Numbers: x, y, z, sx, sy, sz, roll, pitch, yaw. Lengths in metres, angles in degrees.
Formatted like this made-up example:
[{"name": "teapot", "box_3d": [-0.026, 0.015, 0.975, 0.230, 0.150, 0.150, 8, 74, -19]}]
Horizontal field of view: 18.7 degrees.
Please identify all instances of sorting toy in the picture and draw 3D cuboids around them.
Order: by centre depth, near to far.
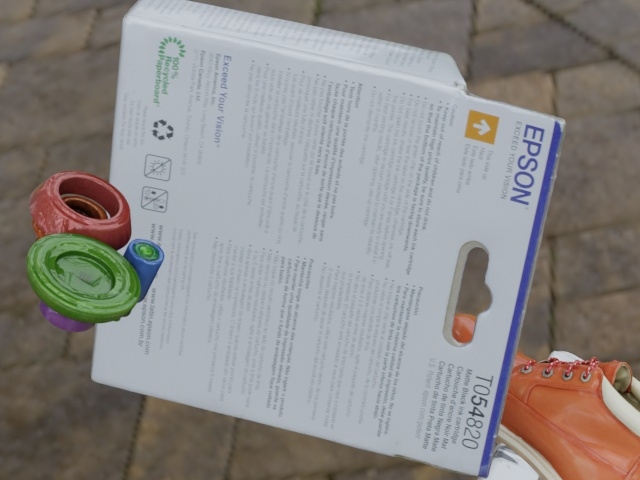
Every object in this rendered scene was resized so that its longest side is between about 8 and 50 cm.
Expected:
[{"name": "sorting toy", "box_3d": [-0.105, 0.014, 0.860, 0.061, 0.042, 0.102, 18, 34, -16]}]

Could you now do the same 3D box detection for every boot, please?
[{"name": "boot", "box_3d": [0.127, 0.081, 1.047, 0.158, 0.084, 0.059, 43, 32, 21]}]

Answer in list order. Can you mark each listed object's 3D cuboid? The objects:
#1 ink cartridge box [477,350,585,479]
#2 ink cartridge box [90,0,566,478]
[{"name": "ink cartridge box", "box_3d": [0.236, 0.282, 1.812, 0.211, 0.121, 0.289, 30, 70, 6]}, {"name": "ink cartridge box", "box_3d": [0.000, 0.000, 0.992, 0.224, 0.223, 0.045, 14, 30, 8]}]
